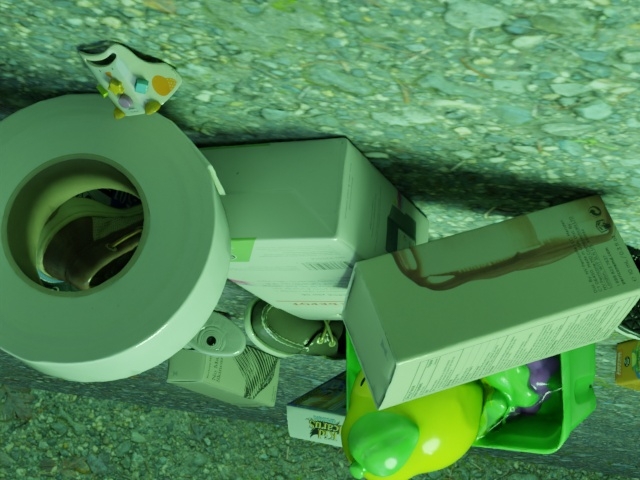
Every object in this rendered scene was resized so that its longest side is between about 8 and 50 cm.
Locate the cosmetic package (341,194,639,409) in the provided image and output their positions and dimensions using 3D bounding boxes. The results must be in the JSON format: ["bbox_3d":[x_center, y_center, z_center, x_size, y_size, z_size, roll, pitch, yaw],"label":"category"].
[{"bbox_3d":[0.186,0.068,1.335,0.296,0.129,0.153,-15,156,-15],"label":"cosmetic package"}]

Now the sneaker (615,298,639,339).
[{"bbox_3d":[0.474,0.112,1.684,0.234,0.084,0.097,12,165,-19],"label":"sneaker"}]

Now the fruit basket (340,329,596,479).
[{"bbox_3d":[0.159,0.175,1.628,0.392,0.283,0.392,0,178,0],"label":"fruit basket"}]

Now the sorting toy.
[{"bbox_3d":[-0.188,-0.155,1.125,0.083,0.045,0.075,-4,142,35],"label":"sorting toy"}]

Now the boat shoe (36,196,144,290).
[{"bbox_3d":[-0.196,0.020,1.421,0.123,0.123,0.342,35,-167,25],"label":"boat shoe"}]

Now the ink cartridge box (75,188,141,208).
[{"bbox_3d":[-0.282,-0.036,1.459,0.046,0.097,0.207,0,162,22],"label":"ink cartridge box"}]

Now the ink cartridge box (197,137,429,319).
[{"bbox_3d":[0.000,0.000,1.426,0.207,0.119,0.353,-2,162,23],"label":"ink cartridge box"}]

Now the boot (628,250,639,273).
[{"bbox_3d":[0.389,0.044,1.554,0.121,0.045,0.099,22,161,-27],"label":"boot"}]

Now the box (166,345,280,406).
[{"bbox_3d":[-0.195,0.266,2.465,0.094,0.113,0.275,-3,163,30],"label":"box"}]

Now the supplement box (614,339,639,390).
[{"bbox_3d":[0.572,0.194,1.947,0.080,0.078,0.233,11,163,-15],"label":"supplement box"}]

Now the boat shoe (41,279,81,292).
[{"bbox_3d":[-0.474,0.095,1.972,0.340,0.113,0.127,12,163,-19],"label":"boat shoe"}]

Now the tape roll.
[{"bbox_3d":[-0.235,-0.003,1.220,0.286,0.286,0.100,5,163,7],"label":"tape roll"}]

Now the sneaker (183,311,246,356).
[{"bbox_3d":[-0.236,0.170,2.222,0.217,0.079,0.121,14,168,6],"label":"sneaker"}]

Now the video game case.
[{"bbox_3d":[0.122,0.261,1.930,0.244,0.061,0.269,6,-162,36],"label":"video game case"}]

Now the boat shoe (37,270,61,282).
[{"bbox_3d":[-0.360,0.031,1.809,0.066,0.066,0.183,-8,169,29],"label":"boat shoe"}]

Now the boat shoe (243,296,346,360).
[{"bbox_3d":[0.007,0.141,1.951,0.091,0.109,0.305,-9,164,42],"label":"boat shoe"}]
